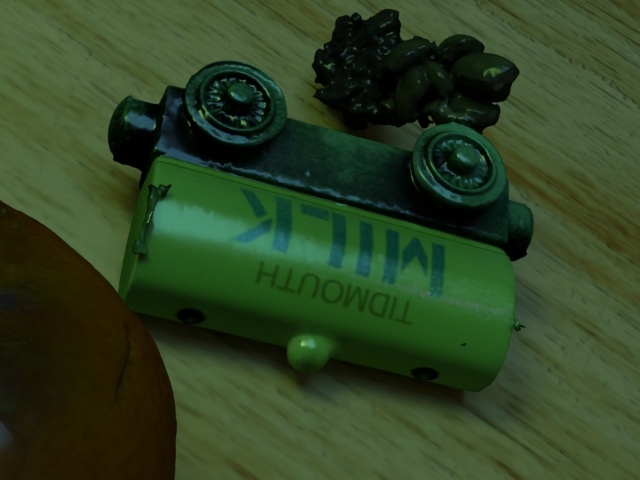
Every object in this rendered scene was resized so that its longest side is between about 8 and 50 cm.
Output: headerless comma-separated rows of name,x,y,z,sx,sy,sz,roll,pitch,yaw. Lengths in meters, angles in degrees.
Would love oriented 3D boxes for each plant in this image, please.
plant,0.054,-0.103,0.713,0.087,0.085,0.174,-8,19,-34

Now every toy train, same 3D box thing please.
toy train,0.000,0.000,0.623,0.253,0.105,0.157,15,58,-15

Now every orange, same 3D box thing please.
orange,-0.158,0.068,0.408,0.224,0.170,0.224,14,46,-15
